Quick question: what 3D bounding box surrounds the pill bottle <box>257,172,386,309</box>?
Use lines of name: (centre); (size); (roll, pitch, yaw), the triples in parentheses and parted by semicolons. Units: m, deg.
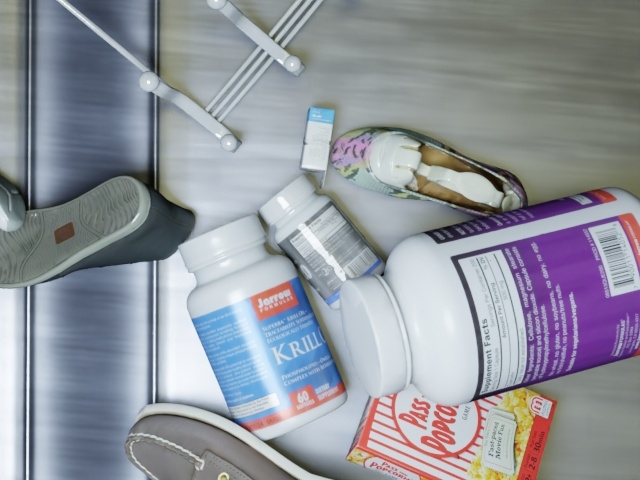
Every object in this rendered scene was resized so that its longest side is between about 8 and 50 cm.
pill bottle: (0.000, 0.000, 1.662); (0.078, 0.078, 0.137); (-40, 91, -4)

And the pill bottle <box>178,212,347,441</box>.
pill bottle: (-0.067, 0.090, 1.632); (0.124, 0.124, 0.221); (-23, 91, -4)

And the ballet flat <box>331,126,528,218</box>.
ballet flat: (0.121, -0.073, 1.671); (0.221, 0.079, 0.077); (18, 89, -3)

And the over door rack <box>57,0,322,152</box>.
over door rack: (-0.143, -0.279, 1.622); (0.324, 0.108, 0.239); (40, 92, -7)

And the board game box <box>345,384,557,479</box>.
board game box: (0.141, 0.203, 1.654); (0.193, 0.045, 0.146); (23, 58, -4)

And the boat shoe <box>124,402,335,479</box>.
boat shoe: (-0.074, 0.271, 1.586); (0.324, 0.116, 0.096); (25, 51, 20)

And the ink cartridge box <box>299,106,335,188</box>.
ink cartridge box: (-0.005, -0.100, 1.678); (0.028, 0.048, 0.083); (8, 88, -4)

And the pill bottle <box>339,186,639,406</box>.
pill bottle: (0.191, 0.063, 1.601); (0.323, 0.181, 0.181); (-14, 90, -14)

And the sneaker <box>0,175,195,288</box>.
sneaker: (-0.246, 0.009, 1.649); (0.222, 0.118, 0.083); (-20, 67, 23)

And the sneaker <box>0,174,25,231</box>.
sneaker: (-0.363, -0.052, 1.635); (0.061, 0.054, 0.152); (-48, 58, 8)
